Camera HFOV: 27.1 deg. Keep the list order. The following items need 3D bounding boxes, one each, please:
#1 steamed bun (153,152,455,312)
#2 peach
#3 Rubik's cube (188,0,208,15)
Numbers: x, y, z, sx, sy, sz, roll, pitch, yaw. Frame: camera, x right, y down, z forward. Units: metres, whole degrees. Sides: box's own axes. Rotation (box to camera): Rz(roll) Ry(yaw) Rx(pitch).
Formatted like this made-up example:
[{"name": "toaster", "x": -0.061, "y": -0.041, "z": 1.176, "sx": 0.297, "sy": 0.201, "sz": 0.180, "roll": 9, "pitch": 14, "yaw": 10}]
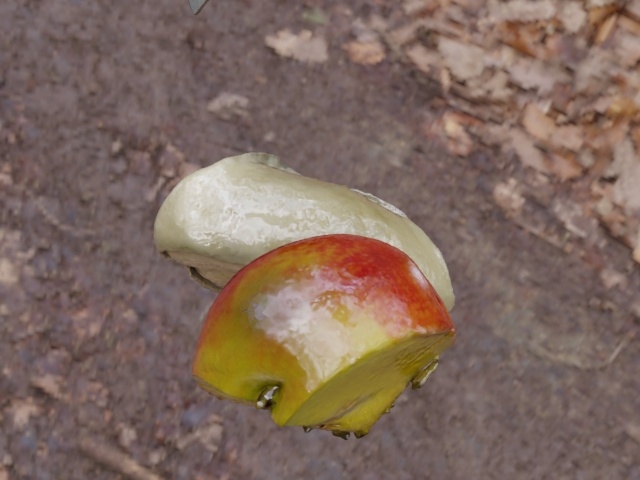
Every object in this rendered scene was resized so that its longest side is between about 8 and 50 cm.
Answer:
[{"name": "steamed bun", "x": -0.024, "y": -0.008, "z": 1.036, "sx": 0.231, "sy": 0.212, "sz": 0.110, "roll": 4, "pitch": 77, "yaw": 35}, {"name": "peach", "x": 0.002, "y": 0.052, "z": 0.760, "sx": 0.151, "sy": 0.151, "sz": 0.118, "roll": 9, "pitch": 79, "yaw": -12}, {"name": "Rubik's cube", "x": -0.129, "y": -0.339, "z": 1.362, "sx": 0.250, "sy": 0.234, "sz": 0.284, "roll": 26, "pitch": 44, "yaw": 2}]
